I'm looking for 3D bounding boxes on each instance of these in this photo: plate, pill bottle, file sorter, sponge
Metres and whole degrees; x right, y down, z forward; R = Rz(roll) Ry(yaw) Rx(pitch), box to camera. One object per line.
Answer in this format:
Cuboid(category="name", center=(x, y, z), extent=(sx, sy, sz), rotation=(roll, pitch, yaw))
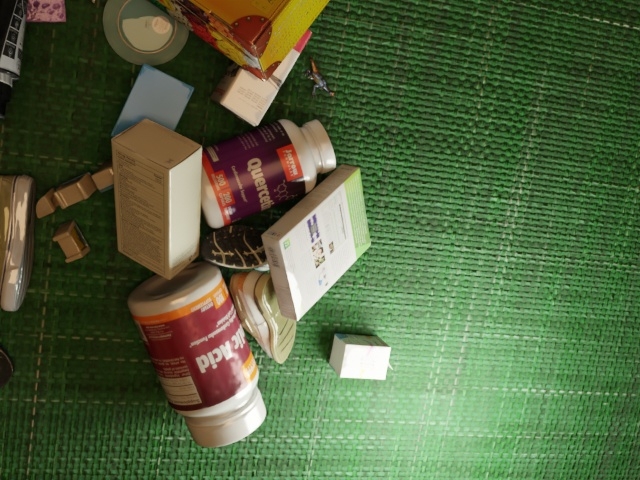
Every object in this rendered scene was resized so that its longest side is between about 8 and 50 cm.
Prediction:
Cuboid(category="plate", center=(-0.379, -0.473, 1.782), extent=(0.188, 0.024, 0.188), rotation=(-5, 113, -13))
Cuboid(category="pill bottle", center=(-0.136, -0.163, 1.861), extent=(0.323, 0.181, 0.181), rotation=(-23, 109, -10))
Cuboid(category="pill bottle", center=(-0.277, 0.267, 1.902), extent=(0.224, 0.224, 0.392), rotation=(-22, 109, -10))
Cuboid(category="file sorter", center=(-0.374, -0.288, 1.800), extent=(0.118, 0.104, 0.170), rotation=(24, 95, -20))
Cuboid(category="sponge", center=(-0.601, -0.563, 1.704), extent=(0.117, 0.031, 0.210), rotation=(-5, 104, -16))

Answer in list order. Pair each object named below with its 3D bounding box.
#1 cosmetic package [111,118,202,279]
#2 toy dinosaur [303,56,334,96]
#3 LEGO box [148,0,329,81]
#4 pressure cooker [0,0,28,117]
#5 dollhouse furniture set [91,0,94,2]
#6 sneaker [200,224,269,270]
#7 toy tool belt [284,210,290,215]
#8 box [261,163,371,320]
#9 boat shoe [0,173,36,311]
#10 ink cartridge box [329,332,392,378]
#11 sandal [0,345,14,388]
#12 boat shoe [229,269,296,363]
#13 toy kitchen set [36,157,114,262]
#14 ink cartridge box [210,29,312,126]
Cuboid(category="cosmetic package", center=(-0.349, -0.084, 1.750), extent=(0.113, 0.160, 0.309), rotation=(-44, 154, -43))
Cuboid(category="toy dinosaur", center=(0.003, -0.378, 1.927), extent=(0.082, 0.047, 0.090), rotation=(19, 87, -38))
Cuboid(category="LEGO box", center=(-0.118, -0.640, 1.640), extent=(0.372, 0.193, 0.500), rotation=(37, 85, 9))
Cuboid(category="pressure cooker", center=(-0.756, -0.369, 1.508), extent=(0.370, 0.376, 0.420), rotation=(3, 92, -55))
Cuboid(category="dollhouse furniture set", center=(-0.469, -0.542, 1.706), extent=(0.091, 0.114, 0.081), rotation=(37, 95, -24))
Cuboid(category="sneaker", center=(-0.151, 0.035, 1.921), extent=(0.283, 0.122, 0.110), rotation=(-3, 63, -28))
Cuboid(category="toy tool belt", center=(-0.049, -0.056, 1.990), extent=(0.083, 0.052, 0.051), rotation=(41, 58, -24))
Cuboid(category="box", center=(0.000, 0.000, 1.891), extent=(0.322, 0.058, 0.232), rotation=(-42, 135, -38))
Cuboid(category="boat shoe", center=(-0.686, 0.003, 1.791), extent=(0.094, 0.109, 0.302), rotation=(7, 92, -4))
Cuboid(category="ink cartridge box", center=(0.109, 0.298, 2.096), extent=(0.143, 0.092, 0.089), rotation=(6, 101, -19))
Cuboid(category="sandal", center=(-0.897, 0.244, 1.772), extent=(0.446, 0.107, 0.167), rotation=(25, 95, -21))
Cuboid(category="boat shoe", center=(-0.137, 0.178, 1.965), extent=(0.113, 0.103, 0.302), rotation=(-57, 150, -37))
Cuboid(category="toy kitchen set", center=(-0.502, -0.071, 1.829), extent=(0.207, 0.122, 0.166), rotation=(-22, 110, 11))
Cuboid(category="ink cartridge box", center=(-0.137, -0.384, 1.811), extent=(0.100, 0.172, 0.237), rotation=(30, 93, -20))
